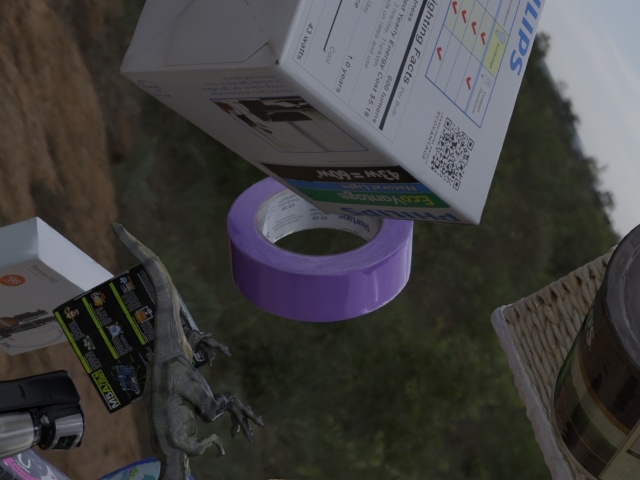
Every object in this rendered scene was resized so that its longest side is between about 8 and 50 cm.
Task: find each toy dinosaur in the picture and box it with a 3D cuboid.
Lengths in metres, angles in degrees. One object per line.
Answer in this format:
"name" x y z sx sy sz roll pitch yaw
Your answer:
"toy dinosaur" -0.112 0.118 0.928 0.118 0.064 0.268 16 60 -55

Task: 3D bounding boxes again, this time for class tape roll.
"tape roll" 0.000 0.000 1.649 0.275 0.274 0.090 -98 -176 -53

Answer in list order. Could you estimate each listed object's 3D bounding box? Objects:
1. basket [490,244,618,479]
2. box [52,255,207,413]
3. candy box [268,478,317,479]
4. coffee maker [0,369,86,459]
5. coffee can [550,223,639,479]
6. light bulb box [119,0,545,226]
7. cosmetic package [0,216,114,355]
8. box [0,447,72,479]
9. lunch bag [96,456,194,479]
"basket" 0.476 0.179 1.531 0.328 0.266 0.331 -9 72 -33
"box" -0.294 0.147 1.737 0.191 0.184 0.045 61 7 -5
"candy box" 0.000 0.434 1.669 0.109 0.053 0.186 13 16 -42
"coffee maker" -0.470 0.254 1.712 0.178 0.120 0.171 -4 76 -45
"coffee can" 0.350 0.123 1.092 0.275 0.201 0.202 90 -15 -60
"light bulb box" 0.039 -0.246 1.175 0.361 0.225 0.358 34 69 -46
"cosmetic package" -0.578 0.100 2.158 0.377 0.284 0.097 52 24 -61
"box" -0.543 0.463 1.975 0.247 0.142 0.163 46 2 -24
"lunch bag" -0.241 0.357 1.417 0.129 0.151 0.096 -89 164 -52
